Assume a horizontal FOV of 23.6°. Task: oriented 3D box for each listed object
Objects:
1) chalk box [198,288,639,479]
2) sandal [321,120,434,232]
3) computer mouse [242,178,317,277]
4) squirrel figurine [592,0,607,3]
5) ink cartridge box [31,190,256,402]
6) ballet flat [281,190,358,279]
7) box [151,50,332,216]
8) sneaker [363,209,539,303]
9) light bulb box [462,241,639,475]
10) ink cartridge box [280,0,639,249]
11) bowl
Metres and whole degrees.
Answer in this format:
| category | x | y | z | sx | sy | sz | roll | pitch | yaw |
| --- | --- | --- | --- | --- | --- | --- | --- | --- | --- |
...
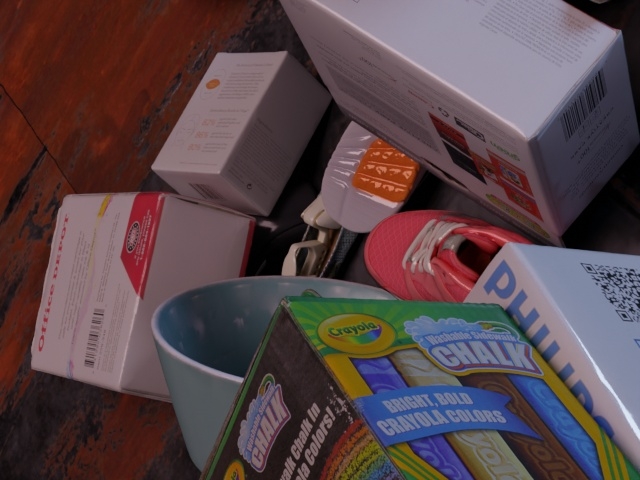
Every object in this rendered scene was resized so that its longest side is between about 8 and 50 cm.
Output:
| category | x | y | z | sx | sy | sz | roll | pitch | yaw |
| --- | --- | --- | --- | --- | --- | --- | --- | --- | --- |
| chalk box | 0.051 | 0.151 | 0.956 | 0.289 | 0.179 | 0.180 | 56 | 131 | 43 |
| sandal | 0.096 | -0.124 | 1.613 | 0.102 | 0.076 | 0.265 | 36 | 110 | 26 |
| computer mouse | -0.091 | 0.054 | 1.768 | 0.262 | 0.060 | 0.184 | -40 | 51 | 32 |
| squirrel figurine | 0.175 | -0.345 | 1.359 | 0.281 | 0.397 | 0.370 | -57 | 36 | 11 |
| ink cartridge box | -0.214 | 0.063 | 1.785 | 0.306 | 0.131 | 0.226 | 3 | 81 | 62 |
| ballet flat | 0.000 | 0.000 | 1.685 | 0.070 | 0.070 | 0.188 | 23 | 95 | 47 |
| box | -0.089 | -0.124 | 1.757 | 0.130 | 0.091 | 0.170 | 7 | 62 | 48 |
| sneaker | 0.145 | 0.016 | 1.461 | 0.314 | 0.136 | 0.116 | 20 | 76 | 46 |
| light bulb box | 0.283 | 0.208 | 1.085 | 0.225 | 0.361 | 0.358 | -58 | 43 | 32 |
| ink cartridge box | 0.133 | -0.153 | 1.435 | 0.309 | 0.272 | 0.130 | 36 | 80 | 26 |
| bowl | -0.015 | 0.161 | 1.518 | 0.311 | 0.311 | 0.163 | 24 | 115 | 47 |
